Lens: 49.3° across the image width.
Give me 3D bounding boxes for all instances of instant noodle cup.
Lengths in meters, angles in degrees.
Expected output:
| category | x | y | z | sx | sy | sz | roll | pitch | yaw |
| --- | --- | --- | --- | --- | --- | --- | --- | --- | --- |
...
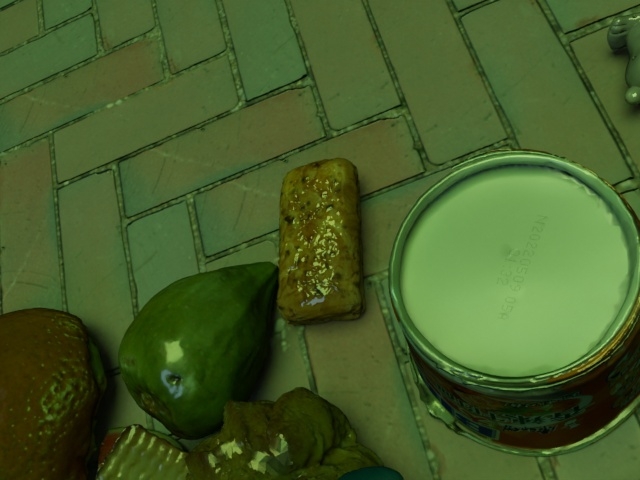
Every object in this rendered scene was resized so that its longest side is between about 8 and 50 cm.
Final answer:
| category | x | y | z | sx | sy | sz | roll | pitch | yaw |
| --- | --- | --- | --- | --- | --- | --- | --- | --- | --- |
| instant noodle cup | 0.203 | 0.056 | 0.702 | 0.296 | 0.214 | 0.296 | -8 | 65 | 17 |

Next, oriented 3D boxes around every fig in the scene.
| category | x | y | z | sx | sy | sz | roll | pitch | yaw |
| --- | --- | --- | --- | --- | --- | --- | --- | --- | --- |
| fig | -0.142 | 0.113 | 0.832 | 0.167 | 0.167 | 0.234 | 19 | 82 | 25 |

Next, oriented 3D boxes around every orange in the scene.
| category | x | y | z | sx | sy | sz | roll | pitch | yaw |
| --- | --- | --- | --- | --- | --- | --- | --- | --- | --- |
| orange | -0.418 | 0.240 | 0.871 | 0.262 | 0.196 | 0.335 | -4 | 70 | 42 |

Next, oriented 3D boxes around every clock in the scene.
| category | x | y | z | sx | sy | sz | roll | pitch | yaw |
| --- | --- | --- | --- | --- | --- | --- | --- | --- | --- |
| clock | 0.437 | -0.221 | 0.812 | 0.176 | 0.080 | 0.117 | -11 | 64 | 16 |

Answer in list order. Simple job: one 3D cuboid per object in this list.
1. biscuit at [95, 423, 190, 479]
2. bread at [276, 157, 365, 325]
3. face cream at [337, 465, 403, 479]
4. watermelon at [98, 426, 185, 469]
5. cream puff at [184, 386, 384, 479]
| category | x | y | z | sx | sy | sz | roll | pitch | yaw |
| --- | --- | --- | --- | --- | --- | --- | --- | --- | --- |
| biscuit | -0.209 | 0.350 | 0.783 | 0.172 | 0.029 | 0.255 | 33 | 81 | -8 |
| bread | 0.000 | 0.000 | 0.876 | 0.113 | 0.083 | 0.211 | -11 | 63 | 20 |
| face cream | 0.067 | 0.365 | 0.602 | 0.163 | 0.080 | 0.337 | -9 | 97 | -7 |
| watermelon | -0.237 | 0.273 | 0.837 | 0.135 | 0.094 | 0.125 | 38 | 90 | 39 |
| cream puff | -0.037 | 0.280 | 0.714 | 0.244 | 0.196 | 0.244 | 1 | 100 | 8 |
